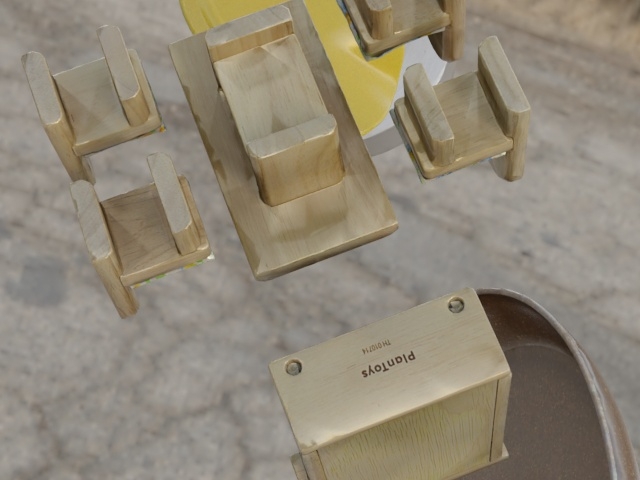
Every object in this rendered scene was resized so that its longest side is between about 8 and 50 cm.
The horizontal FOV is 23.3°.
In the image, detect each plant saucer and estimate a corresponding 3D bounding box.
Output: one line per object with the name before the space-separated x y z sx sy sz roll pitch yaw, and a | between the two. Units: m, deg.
plant saucer | 0.103 0.185 0.920 0.050 0.310 0.310 10 22 -23

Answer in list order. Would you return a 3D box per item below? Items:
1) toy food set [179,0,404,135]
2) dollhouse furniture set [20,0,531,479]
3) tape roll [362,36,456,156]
toy food set | -0.034 -0.159 1.047 0.128 0.218 0.071 -30 2 -14
dollhouse furniture set | 0.000 0.000 0.774 0.212 0.161 0.242 -20 67 -4
tape roll | 0.020 -0.190 1.482 0.219 0.219 0.072 23 -7 11
